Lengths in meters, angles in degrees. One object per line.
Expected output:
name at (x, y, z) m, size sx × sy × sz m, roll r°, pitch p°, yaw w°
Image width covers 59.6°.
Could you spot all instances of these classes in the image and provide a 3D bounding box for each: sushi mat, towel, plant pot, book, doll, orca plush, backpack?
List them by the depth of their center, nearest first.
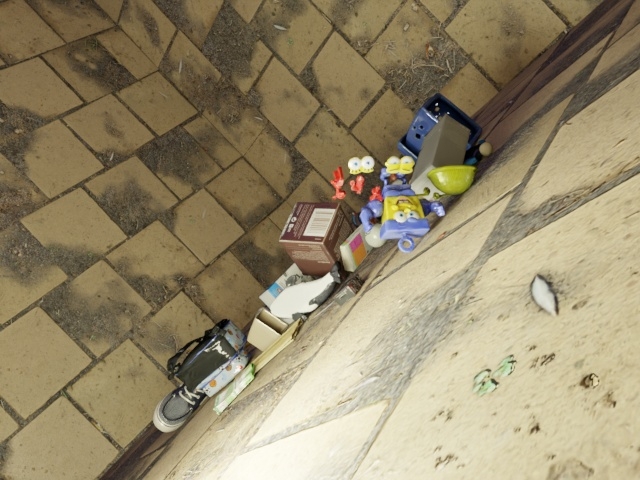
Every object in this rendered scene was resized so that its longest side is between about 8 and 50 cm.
towel at (-0.250, 0.424, 1.620) m, size 0.152 × 0.023 × 0.113 m, roll -46°, pitch 10°, yaw 0°
doll at (0.441, -0.246, 1.628) m, size 0.129 × 0.046 × 0.189 m, roll -52°, pitch 5°, yaw -16°
sushi mat at (-0.174, 0.363, 1.709) m, size 0.316 × 0.019 × 0.151 m, roll -44°, pitch 3°, yaw 18°
orca plush at (-0.028, 0.166, 1.789) m, size 0.287 × 0.151 × 0.102 m, roll -46°, pitch -30°, yaw 21°
book at (0.120, 0.022, 1.834) m, size 0.035 × 0.096 × 0.144 m, roll 4°, pitch 33°, yaw 36°
plant pot at (-0.191, 0.317, 1.928) m, size 0.096 × 0.109 × 0.109 m, roll -57°, pitch -1°, yaw 14°
backpack at (-0.375, 0.412, 2.028) m, size 0.276 × 0.213 × 0.263 m, roll -37°, pitch 11°, yaw 12°
plant pot at (0.444, -0.390, 2.129) m, size 0.212 × 0.236 × 0.236 m, roll -51°, pitch -3°, yaw 37°

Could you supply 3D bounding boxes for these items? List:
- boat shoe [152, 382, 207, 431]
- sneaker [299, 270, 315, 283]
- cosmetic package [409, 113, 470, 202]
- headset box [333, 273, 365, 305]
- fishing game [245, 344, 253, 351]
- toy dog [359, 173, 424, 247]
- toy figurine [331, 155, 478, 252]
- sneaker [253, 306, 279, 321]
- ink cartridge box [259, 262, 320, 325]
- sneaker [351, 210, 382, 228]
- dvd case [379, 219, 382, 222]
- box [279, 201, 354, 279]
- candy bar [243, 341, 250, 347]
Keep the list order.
boat shoe at (-0.498, 0.577, 2.123) m, size 0.158 × 0.127 × 0.340 m, roll -51°, pitch -1°, yaw 20°
sneaker at (-0.038, 0.147, 1.930) m, size 0.057 × 0.161 × 0.075 m, roll -4°, pitch 2°, yaw -12°
cosmetic package at (0.351, -0.239, 1.636) m, size 0.127 × 0.107 × 0.238 m, roll -49°, pitch 12°, yaw 50°
headset box at (0.072, 0.129, 1.446) m, size 0.062 × 0.032 × 0.083 m, roll -42°, pitch 1°, yaw 34°
fishing game at (-0.386, 0.522, 2.399) m, size 0.189 × 0.041 × 0.264 m, roll -42°, pitch 1°, yaw -28°
toy dog at (0.230, -0.131, 1.838) m, size 0.220 × 0.161 × 0.334 m, roll -43°, pitch 2°, yaw 31°
toy figurine at (0.213, -0.062, 1.357) m, size 0.362 × 0.217 × 0.191 m, roll -1°, pitch -27°, yaw -12°
sneaker at (-0.218, 0.324, 2.146) m, size 0.115 × 0.105 × 0.281 m, roll -45°, pitch 3°, yaw -25°
ink cartridge box at (-0.099, 0.185, 2.039) m, size 0.203 × 0.148 × 0.086 m, roll -46°, pitch 2°, yaw -41°
sneaker at (0.231, -0.122, 2.500) m, size 0.125 × 0.104 × 0.262 m, roll -40°, pitch 4°, yaw 36°
dvd case at (0.163, -0.011, 2.025) m, size 0.179 × 0.030 × 0.239 m, roll -32°, pitch 5°, yaw 3°
box at (0.000, 0.000, 1.838) m, size 0.167 × 0.203 × 0.168 m, roll 3°, pitch 54°, yaw 30°
candy bar at (-0.295, 0.436, 2.492) m, size 0.161 × 0.018 × 0.040 m, roll -41°, pitch 0°, yaw -41°
